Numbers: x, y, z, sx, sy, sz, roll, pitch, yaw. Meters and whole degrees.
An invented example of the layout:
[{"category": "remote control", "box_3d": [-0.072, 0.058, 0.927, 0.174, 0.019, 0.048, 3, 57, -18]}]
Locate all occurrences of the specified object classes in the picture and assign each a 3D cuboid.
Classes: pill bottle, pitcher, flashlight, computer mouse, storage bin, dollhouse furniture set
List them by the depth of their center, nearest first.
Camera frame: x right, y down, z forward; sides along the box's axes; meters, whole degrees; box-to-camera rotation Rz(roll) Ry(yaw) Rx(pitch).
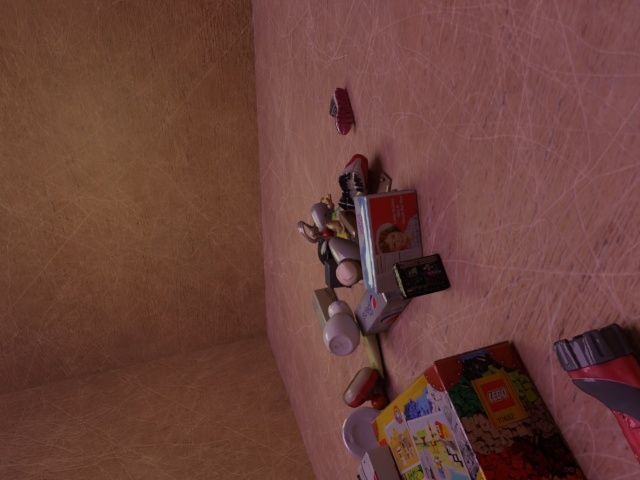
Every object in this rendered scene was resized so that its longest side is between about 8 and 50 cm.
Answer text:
[{"category": "flashlight", "box_3d": [0.445, 0.277, 0.634, 0.103, 0.103, 0.304, 119, 139, -62]}, {"category": "dollhouse furniture set", "box_3d": [0.143, -0.108, 1.315, 0.144, 0.151, 0.123, -124, 29, -49]}, {"category": "pill bottle", "box_3d": [0.168, 0.659, 1.521, 0.283, 0.160, 0.160, 68, -177, -63]}, {"category": "pitcher", "box_3d": [0.088, 0.327, 1.554, 0.177, 0.125, 0.207, 53, -165, -13]}, {"category": "storage bin", "box_3d": [0.065, 0.126, 1.796, 0.098, 0.091, 0.135, -133, 38, -61]}, {"category": "computer mouse", "box_3d": [0.000, 0.000, 1.935, 0.184, 0.060, 0.262, -131, 29, -53]}]

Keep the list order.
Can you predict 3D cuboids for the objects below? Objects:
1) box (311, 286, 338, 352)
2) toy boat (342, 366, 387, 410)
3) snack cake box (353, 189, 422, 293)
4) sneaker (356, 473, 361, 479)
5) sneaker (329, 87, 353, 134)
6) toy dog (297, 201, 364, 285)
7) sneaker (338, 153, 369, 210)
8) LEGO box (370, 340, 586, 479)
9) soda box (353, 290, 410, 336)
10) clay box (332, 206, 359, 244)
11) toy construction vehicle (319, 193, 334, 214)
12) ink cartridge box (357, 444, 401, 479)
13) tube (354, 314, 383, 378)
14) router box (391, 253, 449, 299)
[{"category": "box", "box_3d": [0.046, 0.345, 1.968, 0.113, 0.094, 0.275, 99, 155, -47]}, {"category": "toy boat", "box_3d": [0.175, 0.560, 1.629, 0.151, 0.151, 0.231, 35, 163, 11]}, {"category": "snack cake box", "box_3d": [0.188, 0.000, 1.226, 0.089, 0.152, 0.264, -165, 67, -72]}, {"category": "sneaker", "box_3d": [0.224, 0.954, 1.720, 0.286, 0.109, 0.130, 123, 129, -68]}, {"category": "sneaker", "box_3d": [0.068, -0.432, 1.534, 0.075, 0.063, 0.170, 135, 129, -69]}, {"category": "toy dog", "box_3d": [0.097, -0.001, 1.488, 0.333, 0.161, 0.220, 52, -156, -3]}, {"category": "sneaker", "box_3d": [0.125, -0.176, 1.459, 0.279, 0.107, 0.118, 88, -155, -65]}, {"category": "LEGO box", "box_3d": [0.321, 0.506, 1.004, 0.500, 0.193, 0.372, 105, 150, -54]}, {"category": "soda box", "box_3d": [0.193, 0.206, 1.423, 0.286, 0.091, 0.098, 107, 148, -56]}, {"category": "clay box", "box_3d": [0.098, -0.011, 1.680, 0.127, 0.053, 0.222, 135, 125, -69]}, {"category": "toy construction vehicle", "box_3d": [0.025, -0.140, 1.872, 0.086, 0.035, 0.098, 155, 105, -72]}, {"category": "ink cartridge box", "box_3d": [0.154, 0.619, 1.166, 0.150, 0.063, 0.109, 98, 156, -47]}, {"category": "tube", "box_3d": [0.182, 0.377, 1.618, 0.070, 0.062, 0.240, -20, -85, -62]}, {"category": "router box", "box_3d": [0.250, 0.092, 1.126, 0.038, 0.122, 0.092, 112, 145, -69]}]
